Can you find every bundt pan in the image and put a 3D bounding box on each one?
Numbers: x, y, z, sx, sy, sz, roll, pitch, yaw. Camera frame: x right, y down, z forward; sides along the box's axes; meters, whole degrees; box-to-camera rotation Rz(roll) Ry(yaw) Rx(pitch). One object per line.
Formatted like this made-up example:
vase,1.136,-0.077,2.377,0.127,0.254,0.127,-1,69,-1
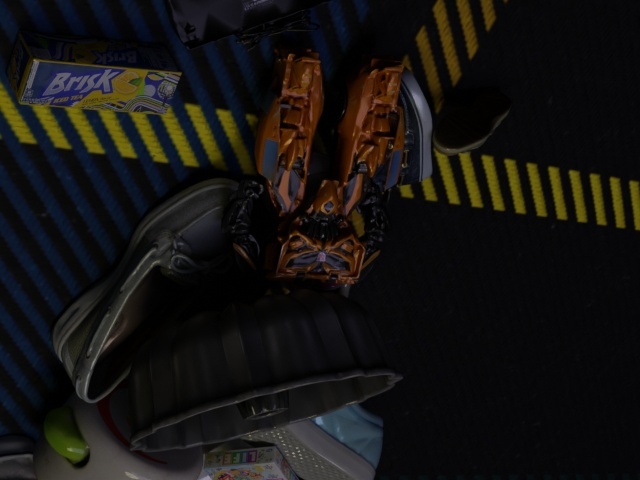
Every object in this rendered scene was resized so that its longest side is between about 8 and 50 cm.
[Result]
bundt pan,-0.077,0.147,1.710,0.330,0.124,0.331,-14,166,-4

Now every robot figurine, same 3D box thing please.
robot figurine,0.000,-0.072,1.665,0.211,0.085,0.291,3,107,-20

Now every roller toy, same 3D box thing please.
roller toy,-0.258,0.279,1.847,0.209,0.191,0.146,39,112,-2

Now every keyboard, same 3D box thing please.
keyboard,-0.071,-0.257,1.558,0.192,0.038,0.100,-20,116,-13

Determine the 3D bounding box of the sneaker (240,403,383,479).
sneaker,-0.046,0.208,1.995,0.135,0.150,0.366,-10,138,40

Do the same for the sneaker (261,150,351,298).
sneaker,0.000,0.000,1.791,0.103,0.111,0.252,-22,136,-12

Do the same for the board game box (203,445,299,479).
board game box,-0.088,0.336,2.027,0.103,0.026,0.154,-8,143,16

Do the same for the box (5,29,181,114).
box,-0.235,-0.173,1.510,0.168,0.054,0.059,2,130,-33

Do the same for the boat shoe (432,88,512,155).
boat shoe,0.182,-0.136,1.784,0.153,0.056,0.048,-43,163,-46

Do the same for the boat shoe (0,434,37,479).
boat shoe,-0.506,0.373,1.812,0.367,0.156,0.136,-14,137,-22

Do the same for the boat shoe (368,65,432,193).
boat shoe,0.086,-0.125,1.758,0.083,0.065,0.183,-25,141,-11

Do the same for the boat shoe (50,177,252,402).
boat shoe,-0.192,0.058,1.735,0.320,0.103,0.118,-43,139,13

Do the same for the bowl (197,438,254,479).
bowl,-0.150,0.318,2.066,0.142,0.053,0.142,-30,141,-7
